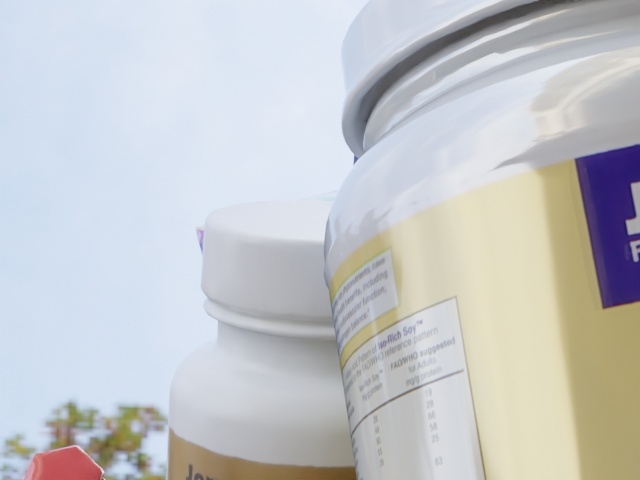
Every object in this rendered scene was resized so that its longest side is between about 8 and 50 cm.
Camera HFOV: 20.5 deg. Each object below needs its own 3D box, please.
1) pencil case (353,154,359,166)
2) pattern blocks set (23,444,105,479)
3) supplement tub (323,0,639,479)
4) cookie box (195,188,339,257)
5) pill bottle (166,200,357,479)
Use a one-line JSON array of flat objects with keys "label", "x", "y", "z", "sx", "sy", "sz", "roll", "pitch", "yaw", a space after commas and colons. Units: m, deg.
[{"label": "pencil case", "x": 0.171, "y": -0.021, "z": 1.267, "sx": 0.119, "sy": 0.306, "sz": 0.133, "roll": -55, "pitch": -10, "yaw": -12}, {"label": "pattern blocks set", "x": -0.214, "y": 0.256, "z": 0.842, "sx": 0.026, "sy": 0.285, "sz": 0.324, "roll": 91, "pitch": 169, "yaw": -56}, {"label": "supplement tub", "x": 0.129, "y": 0.070, "z": 0.633, "sx": 0.241, "sy": 0.241, "sz": 0.331, "roll": 10, "pitch": -115, "yaw": -45}, {"label": "cookie box", "x": 0.000, "y": 0.000, "z": 0.894, "sx": 0.107, "sy": 0.092, "sz": 0.040, "roll": -16, "pitch": -82, "yaw": -16}, {"label": "pill bottle", "x": -0.005, "y": 0.102, "z": 0.800, "sx": 0.131, "sy": 0.131, "sz": 0.229, "roll": -9, "pitch": -74, "yaw": -46}]
